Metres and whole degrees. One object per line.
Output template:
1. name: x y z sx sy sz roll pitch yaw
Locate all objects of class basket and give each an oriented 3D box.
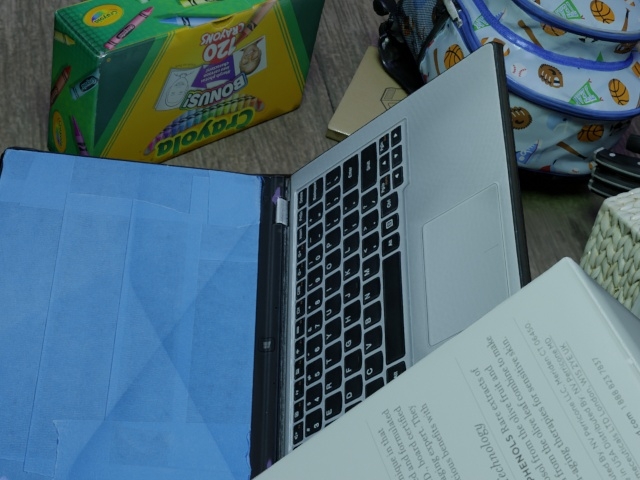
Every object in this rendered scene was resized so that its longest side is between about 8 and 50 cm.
1. basket: 0.304 0.039 1.152 0.113 0.167 0.103 -16 45 -29

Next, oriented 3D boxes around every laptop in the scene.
1. laptop: -0.068 0.026 0.980 0.236 0.408 0.382 30 44 -34

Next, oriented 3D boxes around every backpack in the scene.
1. backpack: 0.228 -0.199 1.319 0.277 0.213 0.263 1 56 -20

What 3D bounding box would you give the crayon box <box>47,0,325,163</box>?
1. crayon box: -0.132 -0.176 1.241 0.278 0.165 0.081 -26 57 -34

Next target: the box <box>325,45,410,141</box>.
1. box: 0.124 -0.132 1.373 0.201 0.021 0.164 21 44 4

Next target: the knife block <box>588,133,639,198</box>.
1. knife block: 0.407 -0.035 1.206 0.242 0.276 0.088 52 48 -6

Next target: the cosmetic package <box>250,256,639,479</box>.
1. cosmetic package: 0.067 0.197 0.723 0.197 0.365 0.155 32 25 -47

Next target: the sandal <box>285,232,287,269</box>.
1. sandal: 0.000 0.001 1.178 0.254 0.054 0.097 -7 48 -22
